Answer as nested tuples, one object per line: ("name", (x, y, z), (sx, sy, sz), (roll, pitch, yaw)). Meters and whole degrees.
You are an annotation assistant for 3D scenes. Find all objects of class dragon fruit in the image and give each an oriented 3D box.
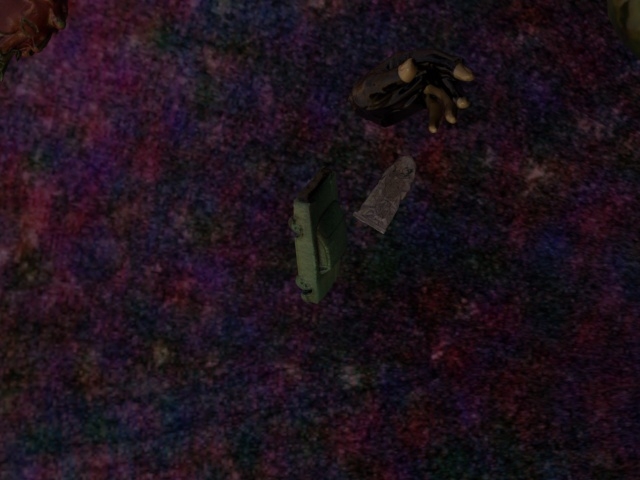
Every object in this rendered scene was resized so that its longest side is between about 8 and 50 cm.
("dragon fruit", (-0.515, -0.375, 1.331), (0.235, 0.135, 0.137), (-54, 34, 15))

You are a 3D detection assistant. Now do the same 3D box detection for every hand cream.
("hand cream", (0.160, -0.116, 1.748), (0.084, 0.257, 0.050), (31, 138, 6))

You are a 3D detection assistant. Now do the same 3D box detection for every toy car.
("toy car", (0.000, 0.000, 1.771), (0.097, 0.141, 0.320), (16, 136, 22))

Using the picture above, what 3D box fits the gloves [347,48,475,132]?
("gloves", (0.188, -0.311, 1.592), (0.301, 0.197, 0.152), (16, 90, 47))

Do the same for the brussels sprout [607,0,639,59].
("brussels sprout", (0.663, -0.475, 1.412), (0.315, 0.371, 0.275), (-3, 55, 51))
